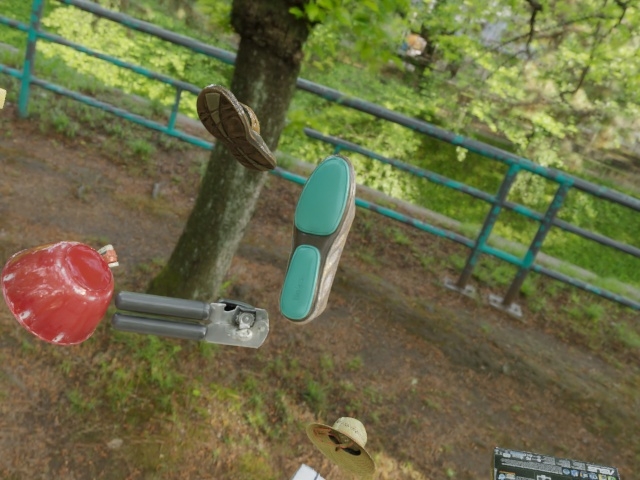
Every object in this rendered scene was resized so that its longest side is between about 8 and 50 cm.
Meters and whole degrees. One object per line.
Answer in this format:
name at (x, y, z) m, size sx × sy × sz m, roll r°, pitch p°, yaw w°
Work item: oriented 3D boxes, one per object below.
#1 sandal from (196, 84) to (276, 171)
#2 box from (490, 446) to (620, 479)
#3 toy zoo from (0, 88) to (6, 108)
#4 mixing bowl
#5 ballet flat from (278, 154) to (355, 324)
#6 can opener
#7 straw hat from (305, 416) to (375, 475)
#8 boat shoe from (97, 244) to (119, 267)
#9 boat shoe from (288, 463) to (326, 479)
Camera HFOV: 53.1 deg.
sandal at (-0.132, -0.193, 1.078) m, size 0.090 × 0.060 × 0.219 m, roll 4°, pitch -25°, yaw 30°
box at (0.348, 0.402, 0.939) m, size 0.191 × 0.045 × 0.184 m, roll 6°, pitch 37°, yaw 9°
toy zoo at (-0.582, -0.232, 0.889) m, size 0.293 × 0.030 × 0.192 m, roll 14°, pitch 1°, yaw 31°
mixing bowl at (-0.407, 0.068, 1.042) m, size 0.181 × 0.098 × 0.181 m, roll 43°, pitch 26°, yaw -28°
ballet flat at (0.000, 0.000, 1.177) m, size 0.108 × 0.315 × 0.106 m, roll 19°, pitch 1°, yaw 25°
can opener at (-0.233, 0.141, 1.176) m, size 0.284 × 0.075 × 0.095 m, roll 10°, pitch 6°, yaw -17°
straw hat at (0.050, 0.356, 1.164) m, size 0.145 × 0.144 × 0.061 m, roll 26°, pitch 51°, yaw 16°
boat shoe at (-0.446, 0.046, 1.237) m, size 0.137 × 0.043 × 0.049 m, roll -18°, pitch -1°, yaw 29°
boat shoe at (-0.055, 0.376, 0.704) m, size 0.084 × 0.095 × 0.258 m, roll 33°, pitch 62°, yaw 6°
